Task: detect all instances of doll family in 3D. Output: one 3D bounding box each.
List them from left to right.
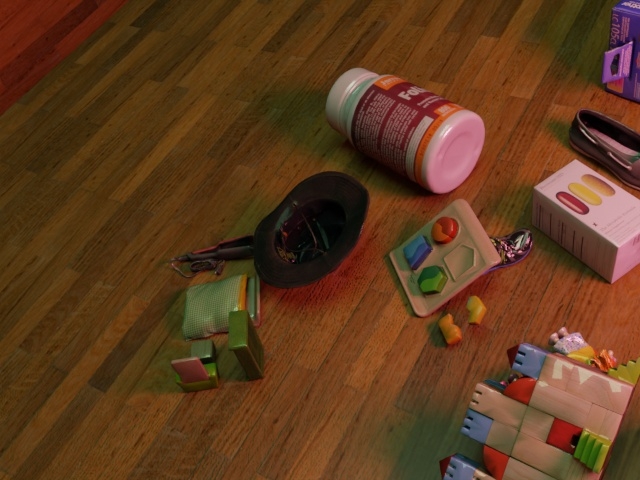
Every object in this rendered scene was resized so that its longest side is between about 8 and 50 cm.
[{"bbox_3d":[0.479,0.271,1.372,0.263,0.118,0.163,-32,50,-12],"label":"doll family"}]

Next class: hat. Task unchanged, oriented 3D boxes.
[{"bbox_3d":[0.000,0.000,1.721,0.332,0.134,0.331,-20,48,24],"label":"hat"}]

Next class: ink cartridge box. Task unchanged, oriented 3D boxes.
[{"bbox_3d":[0.893,-0.546,1.852,0.395,0.270,0.151,-42,51,-20],"label":"ink cartridge box"}]

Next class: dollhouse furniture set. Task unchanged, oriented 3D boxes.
[{"bbox_3d":[-0.243,0.171,1.628,0.198,0.151,0.301,-10,49,6],"label":"dollhouse furniture set"}]

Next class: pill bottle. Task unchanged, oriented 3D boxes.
[{"bbox_3d":[0.212,-0.302,1.858,0.224,0.224,0.392,-41,53,-19],"label":"pill bottle"}]

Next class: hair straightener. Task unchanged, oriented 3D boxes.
[{"bbox_3d":[-0.277,0.045,1.813,0.231,0.047,0.089,-10,49,7],"label":"hair straightener"}]

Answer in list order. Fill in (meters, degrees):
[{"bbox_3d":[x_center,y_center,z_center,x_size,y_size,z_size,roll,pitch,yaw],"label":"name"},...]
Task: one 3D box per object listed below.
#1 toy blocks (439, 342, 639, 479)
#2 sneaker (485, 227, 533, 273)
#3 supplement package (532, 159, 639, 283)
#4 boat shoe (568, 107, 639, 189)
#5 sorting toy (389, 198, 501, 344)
[{"bbox_3d":[0.377,0.338,1.257,0.261,0.191,0.381,21,95,28],"label":"toy blocks"},{"bbox_3d":[0.408,0.022,1.629,0.188,0.078,0.067,-24,49,-6],"label":"sneaker"},{"bbox_3d":[0.615,-0.047,1.595,0.139,0.133,0.244,-33,50,-14],"label":"supplement package"},{"bbox_3d":[0.752,-0.219,1.729,0.112,0.095,0.335,-37,51,-17],"label":"boat shoe"},{"bbox_3d":[0.287,0.068,1.590,0.229,0.041,0.307,-39,45,20],"label":"sorting toy"}]
